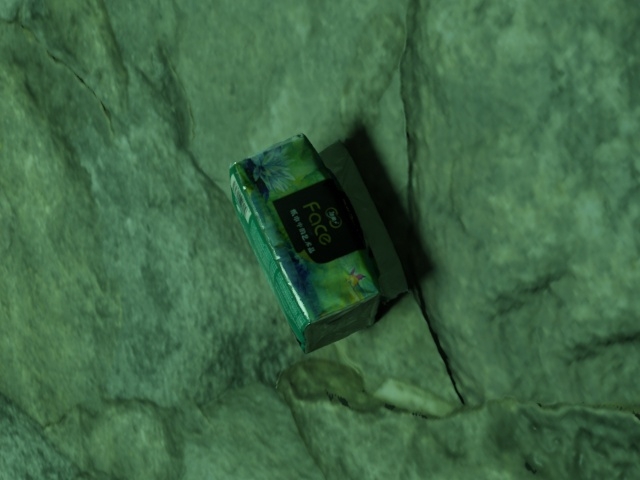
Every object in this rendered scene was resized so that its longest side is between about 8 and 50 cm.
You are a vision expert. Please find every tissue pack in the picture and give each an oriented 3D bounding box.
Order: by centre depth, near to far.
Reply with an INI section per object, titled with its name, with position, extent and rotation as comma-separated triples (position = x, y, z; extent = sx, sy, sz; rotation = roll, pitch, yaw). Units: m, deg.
[tissue pack]
position = 0.000, -0.001, 1.104
extent = 0.085, 0.079, 0.111
rotation = 94, 151, -73
